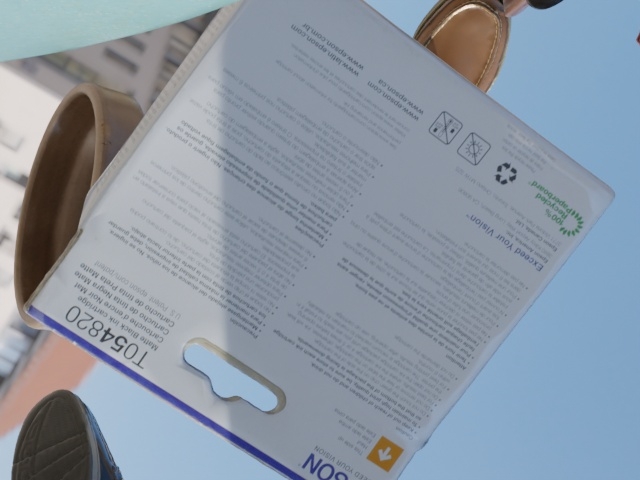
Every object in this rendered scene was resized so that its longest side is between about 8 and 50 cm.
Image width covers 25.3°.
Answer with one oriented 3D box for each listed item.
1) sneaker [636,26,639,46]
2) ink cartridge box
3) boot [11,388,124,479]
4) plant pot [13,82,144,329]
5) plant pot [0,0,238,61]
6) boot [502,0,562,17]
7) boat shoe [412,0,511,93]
[{"bbox_3d":[0.245,-0.112,0.969,0.042,0.067,0.118,-78,168,-50],"label":"sneaker"},{"bbox_3d":[0.000,0.000,0.735,0.224,0.223,0.045,-53,-164,5],"label":"ink cartridge box"},{"bbox_3d":[-0.160,0.249,1.187,0.085,0.178,0.236,-33,-125,18],"label":"boot"},{"bbox_3d":[-0.179,-0.015,1.526,0.263,0.229,0.263,-41,-138,51],"label":"plant pot"},{"bbox_3d":[-0.120,-0.128,0.338,0.165,0.234,0.166,14,84,-66],"label":"plant pot"},{"bbox_3d":[0.183,-0.216,1.245,0.106,0.037,0.114,-47,-171,-29],"label":"boot"},{"bbox_3d":[0.127,-0.153,1.648,0.307,0.110,0.104,-61,-175,34],"label":"boat shoe"}]
